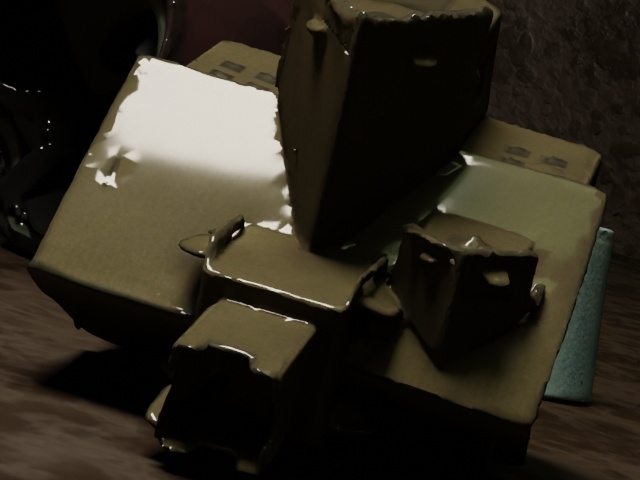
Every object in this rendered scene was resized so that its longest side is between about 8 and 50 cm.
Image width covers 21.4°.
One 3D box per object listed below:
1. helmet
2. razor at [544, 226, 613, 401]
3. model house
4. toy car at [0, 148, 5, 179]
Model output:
[{"bbox_3d":[-0.109,-0.138,0.992,0.177,0.305,0.225,-15,-5,-36],"label":"helmet"},{"bbox_3d":[0.081,0.038,1.092,0.068,0.106,0.232,12,-5,-41],"label":"razor"},{"bbox_3d":[0.000,0.000,0.683,0.211,0.204,0.243,16,22,10],"label":"model house"},{"bbox_3d":[-0.145,-0.052,1.154,0.216,0.063,0.103,-15,6,11],"label":"toy car"}]
